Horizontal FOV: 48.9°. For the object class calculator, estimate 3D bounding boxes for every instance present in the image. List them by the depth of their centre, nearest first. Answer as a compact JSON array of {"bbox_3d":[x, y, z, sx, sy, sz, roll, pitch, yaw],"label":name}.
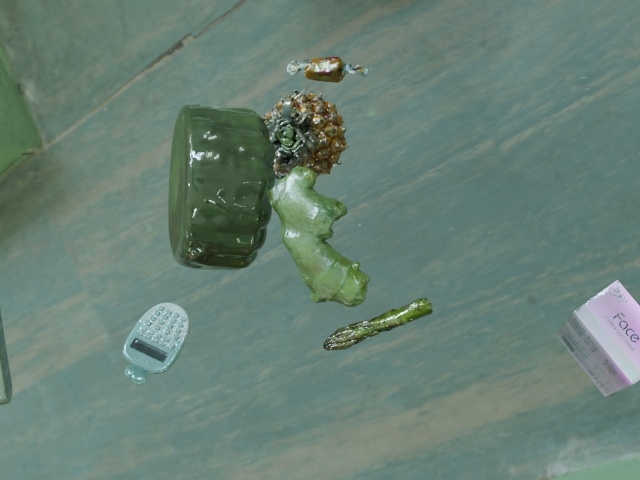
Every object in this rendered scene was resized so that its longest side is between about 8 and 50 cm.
[{"bbox_3d":[-0.285,0.177,1.216,0.095,0.021,0.153,23,66,9],"label":"calculator"}]

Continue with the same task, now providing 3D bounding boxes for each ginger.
[{"bbox_3d":[-0.003,-0.004,1.345,0.137,0.089,0.290,-18,86,-2],"label":"ginger"}]

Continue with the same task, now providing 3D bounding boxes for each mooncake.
[{"bbox_3d":[-0.218,-0.112,1.520,0.194,0.356,0.357,1,106,-18],"label":"mooncake"}]

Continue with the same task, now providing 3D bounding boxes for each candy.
[{"bbox_3d":[0.014,-0.378,1.547,0.181,0.046,0.053,4,63,6],"label":"candy"}]

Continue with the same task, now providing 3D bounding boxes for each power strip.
[{"bbox_3d":[-0.510,0.150,1.098,0.029,0.080,0.227,-7,96,-16],"label":"power strip"}]

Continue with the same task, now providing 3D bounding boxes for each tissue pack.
[{"bbox_3d":[0.498,0.177,1.203,0.092,0.246,0.149,-34,70,0],"label":"tissue pack"}]

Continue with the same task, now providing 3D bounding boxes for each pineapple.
[{"bbox_3d":[-0.063,-0.259,1.779,0.262,0.272,0.263,1,98,7],"label":"pineapple"}]

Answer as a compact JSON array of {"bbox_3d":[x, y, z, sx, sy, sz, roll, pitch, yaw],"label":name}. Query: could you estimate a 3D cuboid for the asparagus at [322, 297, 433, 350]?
[{"bbox_3d":[0.076,0.118,0.977,0.165,0.036,0.030,-23,104,13],"label":"asparagus"}]
